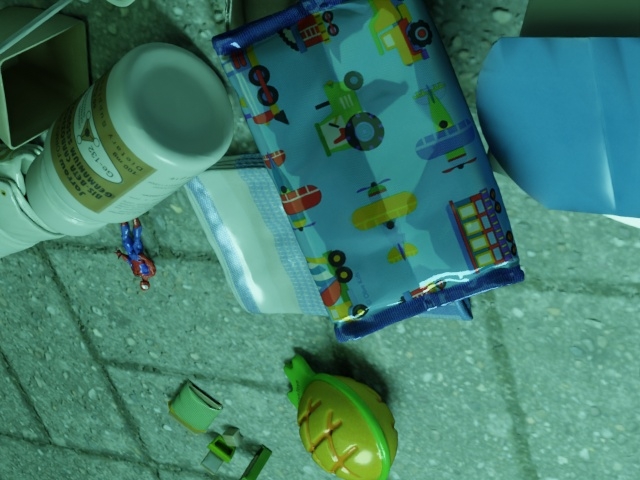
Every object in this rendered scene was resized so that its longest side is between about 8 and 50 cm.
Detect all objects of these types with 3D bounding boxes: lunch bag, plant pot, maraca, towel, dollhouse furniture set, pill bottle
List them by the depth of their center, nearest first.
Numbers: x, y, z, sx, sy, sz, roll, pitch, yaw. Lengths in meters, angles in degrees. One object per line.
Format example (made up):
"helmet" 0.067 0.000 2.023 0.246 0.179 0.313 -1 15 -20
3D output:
"lunch bag" 0.049 -0.089 0.813 0.138 0.293 0.221 -20 102 12
"pill bottle" -0.201 -0.090 1.067 0.131 0.131 0.229 49 136 -12
"towel" 0.000 0.000 1.087 0.285 0.034 0.209 1 127 33
"plant pot" -0.310 -0.179 1.089 0.096 0.109 0.109 32 139 23
"maraca" 0.017 0.203 1.210 0.185 0.099 0.127 32 135 44
"dollhouse furniture set" -0.142 0.259 1.386 0.151 0.058 0.076 38 137 -1

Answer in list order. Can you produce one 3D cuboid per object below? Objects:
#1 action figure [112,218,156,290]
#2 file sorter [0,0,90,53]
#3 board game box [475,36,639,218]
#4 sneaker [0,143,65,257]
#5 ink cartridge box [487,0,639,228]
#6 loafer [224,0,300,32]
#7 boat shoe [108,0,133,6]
"action figure" -0.218 0.013 1.246 0.038 0.030 0.115 6 131 23
"file sorter" -0.368 -0.310 0.958 0.277 0.173 0.193 22 135 16
"board game box" 0.180 -0.075 0.651 0.168 0.033 0.133 8 135 35
"sneaker" -0.400 -0.107 1.214 0.169 0.108 0.292 -11 129 37
"ink cartridge box" 0.232 -0.147 0.702 0.168 0.171 0.233 23 135 15
"loafer" -0.044 -0.224 0.886 0.080 0.078 0.220 29 137 9
"boat shoe" -0.145 -0.312 0.877 0.095 0.079 0.254 27 134 13
